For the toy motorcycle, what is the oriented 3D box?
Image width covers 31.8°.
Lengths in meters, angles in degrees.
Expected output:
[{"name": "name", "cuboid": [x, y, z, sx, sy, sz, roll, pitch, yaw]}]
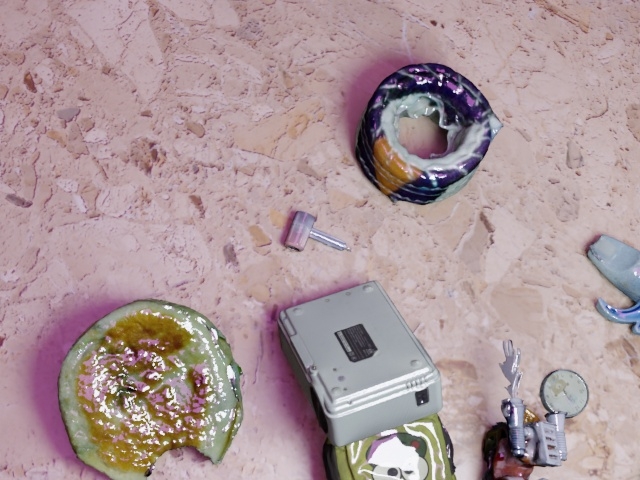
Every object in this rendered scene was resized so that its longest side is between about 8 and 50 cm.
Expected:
[{"name": "toy motorcycle", "cuboid": [0.322, 0.362, 1.758, 0.134, 0.207, 0.401, 13, 70, -26]}]

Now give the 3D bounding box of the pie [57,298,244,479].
[{"name": "pie", "cuboid": [-0.263, 0.237, 1.741, 0.302, 0.067, 0.303, 0, 92, -11]}]

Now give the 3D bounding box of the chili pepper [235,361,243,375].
[{"name": "chili pepper", "cuboid": [-0.234, 0.186, 1.802, 0.226, 0.059, 0.088, 13, 91, -6]}]

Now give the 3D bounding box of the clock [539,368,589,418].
[{"name": "clock", "cuboid": [0.413, 0.259, 1.895, 0.085, 0.017, 0.085, 2, 74, -8]}]

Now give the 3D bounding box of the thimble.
[{"name": "thimble", "cuboid": [0.183, -0.179, 1.919, 0.237, 0.150, 0.237, 3, 72, -8]}]

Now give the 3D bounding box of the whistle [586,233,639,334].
[{"name": "whistle", "cuboid": [0.576, 0.089, 1.936, 0.269, 0.093, 0.180, 40, 73, 11]}]

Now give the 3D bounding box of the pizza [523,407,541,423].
[{"name": "pizza", "cuboid": [0.340, 0.327, 1.861, 0.078, 0.025, 0.083, -25, 80, -15]}]

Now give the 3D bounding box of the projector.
[{"name": "projector", "cuboid": [0.055, 0.183, 1.757, 0.192, 0.099, 0.257, -18, 39, -11]}]

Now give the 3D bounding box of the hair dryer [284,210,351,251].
[{"name": "hair dryer", "cuboid": [0.000, 0.000, 1.904, 0.114, 0.037, 0.063, 23, 74, -9]}]

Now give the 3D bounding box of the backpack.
[{"name": "backpack", "cuboid": [0.116, 0.391, 1.758, 0.207, 0.140, 0.253, -11, 85, -9]}]
